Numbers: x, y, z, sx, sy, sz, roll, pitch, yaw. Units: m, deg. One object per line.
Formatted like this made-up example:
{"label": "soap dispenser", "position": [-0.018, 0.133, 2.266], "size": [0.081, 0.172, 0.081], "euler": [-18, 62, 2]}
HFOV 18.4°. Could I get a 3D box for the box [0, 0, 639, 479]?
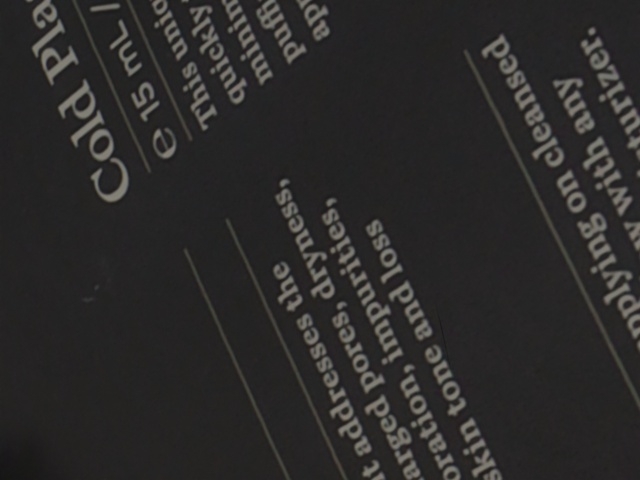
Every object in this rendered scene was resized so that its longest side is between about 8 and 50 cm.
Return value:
{"label": "box", "position": [0.000, 0.000, 0.478], "size": [0.312, 0.179, 0.343], "euler": [-33, -105, 35]}
